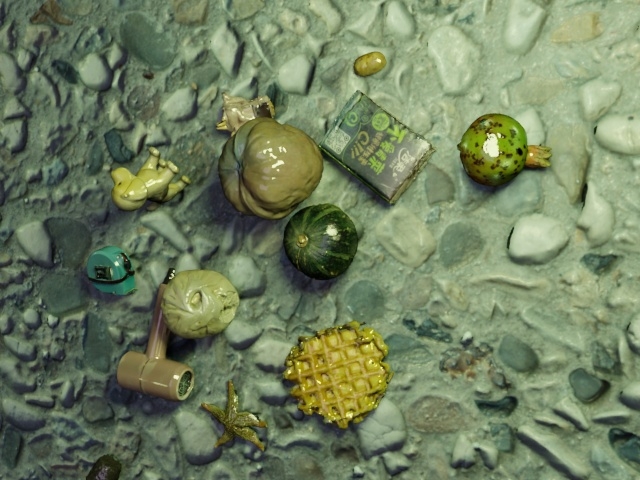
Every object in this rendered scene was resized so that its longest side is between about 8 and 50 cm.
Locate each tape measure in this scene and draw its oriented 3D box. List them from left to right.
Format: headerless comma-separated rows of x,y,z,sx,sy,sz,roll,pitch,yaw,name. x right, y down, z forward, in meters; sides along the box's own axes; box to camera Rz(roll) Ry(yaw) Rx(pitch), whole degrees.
-0.572,0.079,2.079,0.146,0.081,0.125,4,111,25,tape measure

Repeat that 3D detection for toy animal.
-0.439,-0.148,1.948,0.121,0.233,0.168,38,97,11,toy animal

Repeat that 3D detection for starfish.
-0.230,0.479,1.980,0.208,0.053,0.175,37,115,23,starfish

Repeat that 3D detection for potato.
0.117,-0.420,1.808,0.083,0.040,0.051,-12,100,23,potato

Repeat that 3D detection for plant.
-0.612,0.672,2.116,0.092,0.094,0.143,29,91,4,plant

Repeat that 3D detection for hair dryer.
-0.415,0.244,2.022,0.189,0.107,0.344,10,89,21,hair dryer

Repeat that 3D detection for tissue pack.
0.130,-0.221,1.792,0.235,0.073,0.173,39,105,16,tissue pack

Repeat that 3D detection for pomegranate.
0.398,-0.192,1.651,0.205,0.159,0.159,8,95,-4,pomegranate

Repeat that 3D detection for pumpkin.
0.001,0.001,1.812,0.190,0.146,0.190,2,94,24,pumpkin

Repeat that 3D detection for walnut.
-0.117,-0.169,1.811,0.248,0.248,0.248,1,92,22,walnut

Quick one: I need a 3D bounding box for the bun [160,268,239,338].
-0.308,0.161,1.934,0.193,0.128,0.178,2,81,4,bun

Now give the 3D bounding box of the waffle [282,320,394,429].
0.036,0.319,1.854,0.262,0.060,0.280,29,102,18,waffle

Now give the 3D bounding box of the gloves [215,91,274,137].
-0.187,-0.316,1.908,0.144,0.094,0.110,5,119,0,gloves
